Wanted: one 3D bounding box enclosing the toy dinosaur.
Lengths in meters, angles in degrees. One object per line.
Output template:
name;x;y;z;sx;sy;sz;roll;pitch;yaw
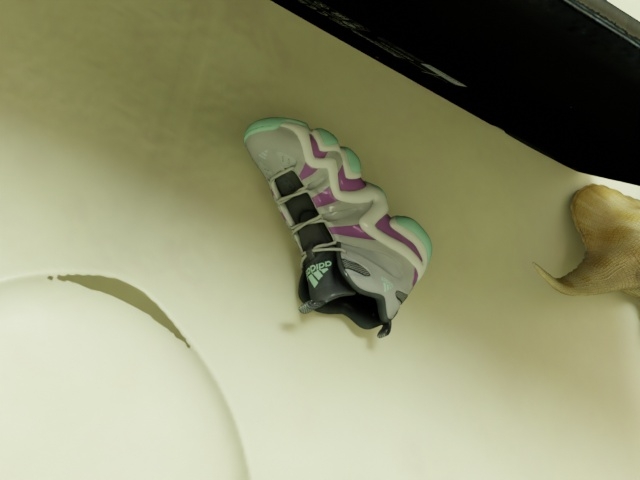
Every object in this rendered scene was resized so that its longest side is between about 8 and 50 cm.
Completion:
toy dinosaur;0.151;0.012;0.801;0.092;0.053;0.183;43;40;7

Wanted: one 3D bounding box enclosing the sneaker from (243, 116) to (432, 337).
sneaker;0.000;0.000;0.684;0.098;0.038;0.069;39;50;-16

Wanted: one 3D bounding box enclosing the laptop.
laptop;0.046;-0.201;0.694;0.382;0.408;0.236;26;89;-26
